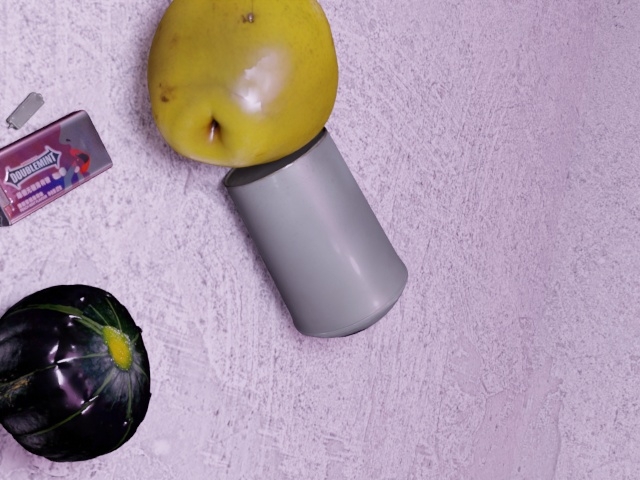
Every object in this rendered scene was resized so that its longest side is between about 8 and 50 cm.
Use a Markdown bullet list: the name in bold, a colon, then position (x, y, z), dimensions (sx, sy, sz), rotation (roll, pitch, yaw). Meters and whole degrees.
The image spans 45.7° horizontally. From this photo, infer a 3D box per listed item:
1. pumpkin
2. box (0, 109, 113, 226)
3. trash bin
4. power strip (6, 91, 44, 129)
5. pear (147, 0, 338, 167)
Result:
- **pumpkin**: position (-0.428, 0.225, 1.255), dimensions (0.295, 0.295, 0.296), rotation (-1, 91, -45)
- **box**: position (-0.474, -0.126, 1.296), dimensions (0.224, 0.069, 0.120), rotation (-41, 117, -37)
- **trash bin**: position (0.000, 0.000, 1.628), dimensions (0.280, 0.280, 0.432), rotation (-44, 116, -35)
- **power strip**: position (-0.506, -0.220, 1.299), dimensions (0.027, 0.017, 0.083), rotation (51, 57, -31)
- **pear**: position (-0.140, -0.317, 1.425), dimensions (0.362, 0.362, 0.418), rotation (55, 36, -30)
